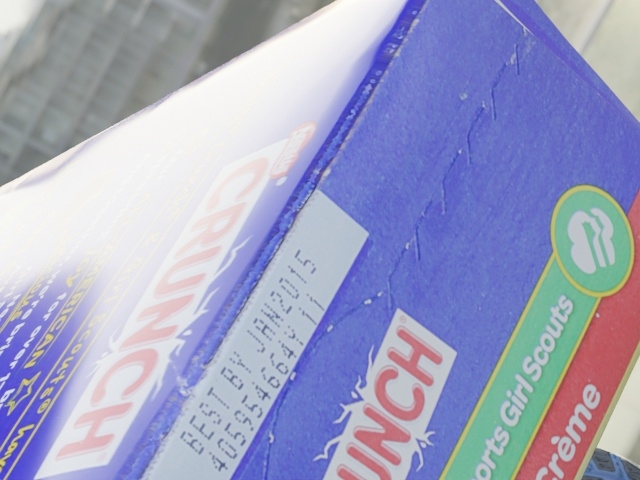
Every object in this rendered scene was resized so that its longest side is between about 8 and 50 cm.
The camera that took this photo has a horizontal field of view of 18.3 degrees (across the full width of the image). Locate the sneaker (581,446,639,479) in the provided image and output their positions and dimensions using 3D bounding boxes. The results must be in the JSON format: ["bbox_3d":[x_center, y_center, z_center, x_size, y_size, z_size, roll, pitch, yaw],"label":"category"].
[{"bbox_3d":[0.264,0.212,1.448,0.080,0.211,0.081,-58,-26,-2],"label":"sneaker"}]

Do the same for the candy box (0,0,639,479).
[{"bbox_3d":[-0.067,0.080,0.604,0.317,0.122,0.268,-21,31,55],"label":"candy box"}]
